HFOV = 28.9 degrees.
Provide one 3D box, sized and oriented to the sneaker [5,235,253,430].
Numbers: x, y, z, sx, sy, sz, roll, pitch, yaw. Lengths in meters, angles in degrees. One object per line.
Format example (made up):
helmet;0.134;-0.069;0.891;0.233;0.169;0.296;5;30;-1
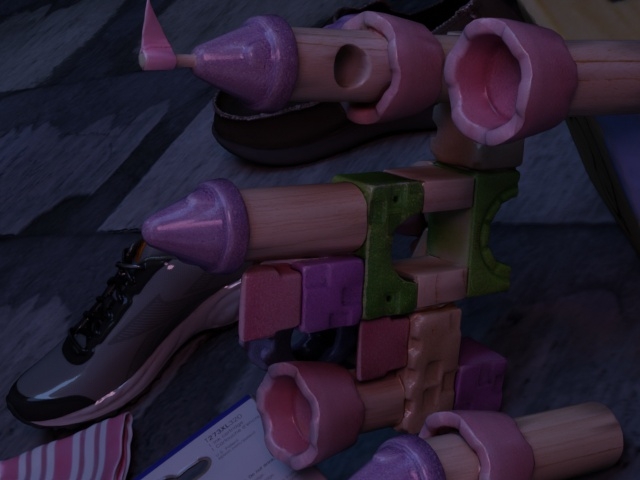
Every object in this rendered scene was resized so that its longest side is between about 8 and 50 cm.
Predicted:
sneaker;-0.154;0.055;1.049;0.271;0.108;0.100;-37;33;-9

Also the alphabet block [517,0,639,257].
alphabet block;0.270;-0.103;0.838;0.193;0.192;0.197;-24;30;7

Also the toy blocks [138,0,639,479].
toy blocks;0.000;0.000;0.748;0.260;0.288;0.309;-7;17;-33

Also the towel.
towel;-0.239;0.212;0.962;0.197;0.029;0.144;-22;30;14

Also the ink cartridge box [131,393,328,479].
ink cartridge box;-0.029;0.236;0.710;0.176;0.069;0.371;-36;33;-9

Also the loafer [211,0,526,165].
loafer;0.039;-0.175;1.201;0.366;0.130;0.134;-10;35;30
